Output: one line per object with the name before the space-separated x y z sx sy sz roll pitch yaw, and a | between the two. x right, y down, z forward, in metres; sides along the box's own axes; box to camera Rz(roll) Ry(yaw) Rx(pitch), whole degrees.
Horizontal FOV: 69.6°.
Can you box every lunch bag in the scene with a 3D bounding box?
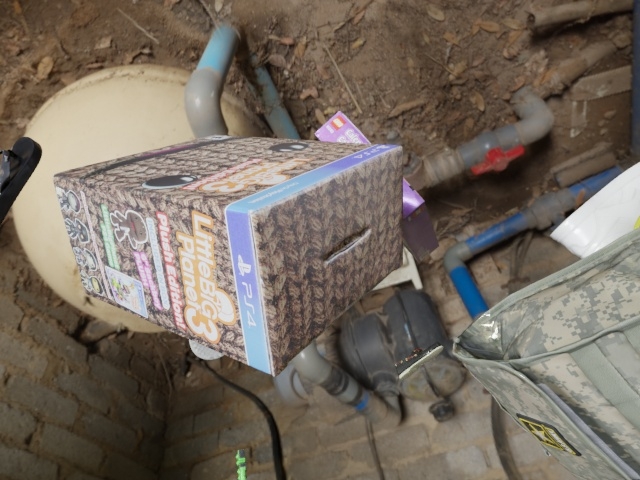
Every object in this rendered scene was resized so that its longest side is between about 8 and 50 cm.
lunch bag | 0.326 0.156 0.522 0.235 0.169 0.287 44 129 -5

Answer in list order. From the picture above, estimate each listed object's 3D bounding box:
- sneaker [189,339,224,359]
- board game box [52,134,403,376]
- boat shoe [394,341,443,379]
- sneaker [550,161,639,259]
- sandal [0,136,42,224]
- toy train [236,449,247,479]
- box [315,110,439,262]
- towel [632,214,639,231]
sneaker | -0.277 0.103 1.096 0.135 0.150 0.366 -1 120 -19
board game box | -0.091 -0.019 0.500 0.290 0.232 0.141 11 117 34
boat shoe | 0.228 0.274 1.077 0.133 0.042 0.048 -43 142 24
sneaker | 0.628 -0.036 0.935 0.292 0.169 0.108 -36 157 -14
sandal | -0.569 -0.104 0.817 0.097 0.255 0.054 -22 137 20
toy train | -0.146 0.432 0.861 0.017 0.083 0.024 3 123 -18
box | 0.111 -0.077 0.800 0.057 0.201 0.293 -41 159 5
towel | 0.528 -0.047 0.573 0.021 0.237 0.102 41 75 -17
